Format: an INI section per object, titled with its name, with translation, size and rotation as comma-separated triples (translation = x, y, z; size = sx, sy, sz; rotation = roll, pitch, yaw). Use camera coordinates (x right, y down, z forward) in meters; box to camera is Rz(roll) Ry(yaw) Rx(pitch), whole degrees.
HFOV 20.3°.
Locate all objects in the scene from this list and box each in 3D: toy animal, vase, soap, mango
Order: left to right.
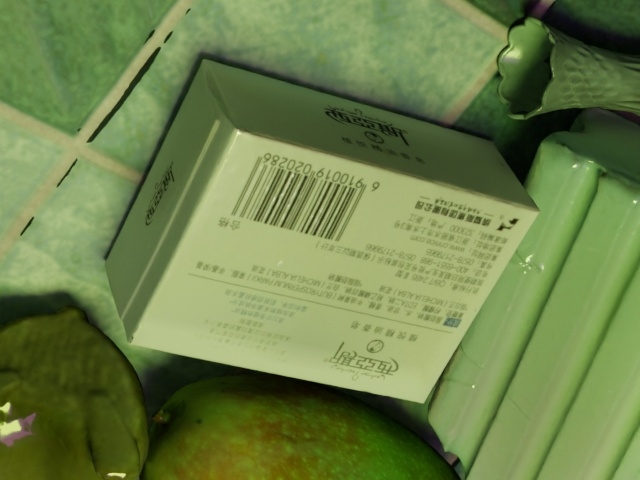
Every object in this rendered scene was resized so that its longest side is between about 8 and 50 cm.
[toy animal]
translation = -0.235, 0.236, 1.441
size = 0.181, 0.180, 0.363
rotation = 7, 120, -7
[mango]
translation = 0.011, 0.244, 1.507
size = 0.382, 0.225, 0.201
rotation = 31, 115, -35
[soap]
translation = 0.229, 0.090, 1.482
size = 0.115, 0.208, 0.347
rotation = -33, 148, -55
[vase]
translation = 0.222, -0.127, 1.411
size = 0.149, 0.081, 0.081
rotation = 5, 123, -27

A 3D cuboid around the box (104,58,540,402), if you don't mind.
[box]
translation = -0.001, -0.002, 1.394
size = 0.274, 0.116, 0.203
rotation = 13, 119, -27
